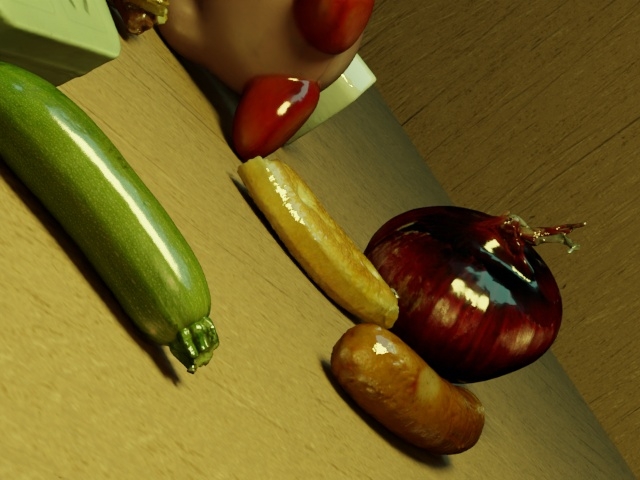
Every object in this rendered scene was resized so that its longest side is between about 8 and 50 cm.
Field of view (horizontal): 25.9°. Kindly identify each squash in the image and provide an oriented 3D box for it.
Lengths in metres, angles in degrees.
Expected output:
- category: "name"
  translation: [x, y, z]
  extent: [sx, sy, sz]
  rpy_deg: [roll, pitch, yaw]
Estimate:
- category: "squash"
  translation: [-0.150, -0.022, 0.955]
  extent: [0.258, 0.069, 0.069]
  rpy_deg: [52, 10, -7]

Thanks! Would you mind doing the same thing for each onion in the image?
- category: "onion"
  translation: [0.193, 0.042, 1.744]
  extent: [0.273, 0.285, 0.273]
  rpy_deg: [26, 28, -15]

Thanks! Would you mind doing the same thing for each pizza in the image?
- category: "pizza"
  translation: [-0.001, 0.001, 1.594]
  extent: [0.271, 0.056, 0.134]
  rpy_deg: [45, 15, -34]

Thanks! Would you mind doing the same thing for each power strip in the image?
- category: "power strip"
  translation: [-0.281, -0.241, 1.038]
  extent: [0.261, 0.141, 0.229]
  rpy_deg: [68, 12, 5]

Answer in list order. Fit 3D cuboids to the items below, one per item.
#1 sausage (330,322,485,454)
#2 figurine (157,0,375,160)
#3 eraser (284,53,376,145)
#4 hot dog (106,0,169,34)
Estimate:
- category: "sausage"
  translation: [0.101, 0.166, 1.431]
  extent: [0.103, 0.076, 0.302]
  rpy_deg: [50, 6, 30]
- category: "figurine"
  translation: [-0.041, -0.266, 1.719]
  extent: [0.211, 0.270, 0.261]
  rpy_deg: [-3, 42, -51]
- category: "eraser"
  translation: [-0.075, -0.286, 1.917]
  extent: [0.290, 0.189, 0.104]
  rpy_deg: [51, 46, -9]
- category: "hot dog"
  translation: [-0.238, -0.325, 1.541]
  extent: [0.146, 0.103, 0.213]
  rpy_deg: [106, -41, -76]
